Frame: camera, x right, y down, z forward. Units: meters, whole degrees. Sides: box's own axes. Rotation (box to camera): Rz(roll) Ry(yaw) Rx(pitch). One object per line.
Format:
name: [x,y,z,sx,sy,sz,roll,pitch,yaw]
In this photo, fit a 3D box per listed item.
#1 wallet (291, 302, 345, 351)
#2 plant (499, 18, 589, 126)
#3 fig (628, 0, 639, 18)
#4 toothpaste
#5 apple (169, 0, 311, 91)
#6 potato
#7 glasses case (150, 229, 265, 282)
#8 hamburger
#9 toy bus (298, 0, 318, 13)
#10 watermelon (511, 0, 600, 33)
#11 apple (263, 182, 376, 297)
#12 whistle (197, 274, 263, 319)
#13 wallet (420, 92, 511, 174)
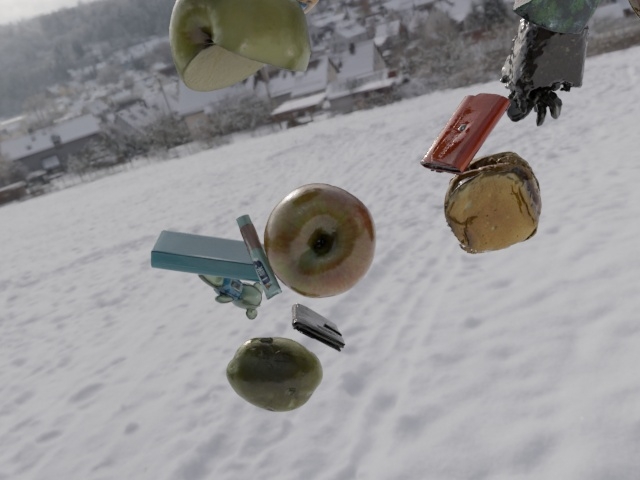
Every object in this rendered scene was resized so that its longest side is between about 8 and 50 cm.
wallet: [-0.013,0.264,2.010,0.044,0.169,0.317,-62,4,1]
plant: [0.595,-0.453,1.724,0.189,0.276,0.199,5,33,-7]
fig: [0.545,-0.419,1.046,0.186,0.142,0.148,26,62,20]
toothpaste: [-0.146,0.037,1.528,0.036,0.205,0.056,-13,-14,-48]
apple: [-0.172,-0.457,1.391,0.295,0.233,0.258,-1,14,42]
potato: [-0.119,0.341,1.671,0.197,0.228,0.148,-56,-4,-13]
glasses case: [-0.261,0.044,1.622,0.301,0.070,0.117,7,30,-2]
hamburger: [0.417,-0.093,1.570,0.245,0.244,0.163,-13,26,11]
toy bus: [-0.050,-0.669,1.680,0.126,0.136,0.209,16,-1,-19]
watermelon: [0.540,-0.597,1.488,0.202,0.207,0.136,41,27,30]
apple: [0.000,0.000,1.476,0.265,0.264,0.264,-15,19,5]
whistle: [-0.248,0.132,1.782,0.077,0.236,0.113,-8,59,41]
wallet: [0.325,-0.245,1.475,0.204,0.045,0.142,-55,32,-8]
